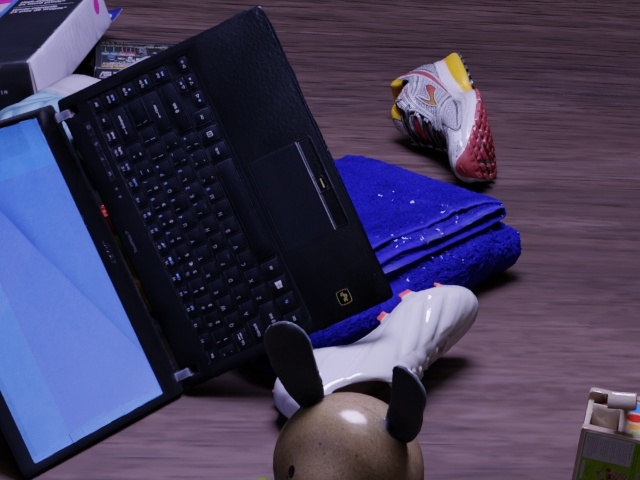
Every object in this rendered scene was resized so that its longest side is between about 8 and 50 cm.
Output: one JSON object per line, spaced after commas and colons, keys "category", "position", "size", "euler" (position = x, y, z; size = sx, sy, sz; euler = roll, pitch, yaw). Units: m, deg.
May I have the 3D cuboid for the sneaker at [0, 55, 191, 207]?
{"category": "sneaker", "position": [-0.198, -0.059, 1.234], "size": [0.150, 0.135, 0.366], "euler": [-35, 16, -22]}

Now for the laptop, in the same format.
{"category": "laptop", "position": [-0.118, -0.006, 1.018], "size": [0.264, 0.234, 0.136], "euler": [-24, 2, 7]}

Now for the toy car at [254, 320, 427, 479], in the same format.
{"category": "toy car", "position": [0.006, 0.143, 0.828], "size": [0.155, 0.188, 0.149], "euler": [18, 28, 25]}

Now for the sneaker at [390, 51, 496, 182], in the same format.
{"category": "sneaker", "position": [0.126, -0.117, 1.538], "size": [0.092, 0.088, 0.225], "euler": [-16, 27, 1]}

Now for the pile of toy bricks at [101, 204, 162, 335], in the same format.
{"category": "pile of toy bricks", "position": [-0.213, 0.035, 1.086], "size": [0.212, 0.105, 0.118], "euler": [-16, 32, -28]}

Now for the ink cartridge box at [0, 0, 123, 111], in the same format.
{"category": "ink cartridge box", "position": [-0.341, -0.214, 1.604], "size": [0.175, 0.069, 0.371], "euler": [-5, 22, 9]}

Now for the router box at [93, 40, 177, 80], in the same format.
{"category": "router box", "position": [-0.191, -0.188, 1.647], "size": [0.122, 0.038, 0.092], "euler": [1, 25, -9]}

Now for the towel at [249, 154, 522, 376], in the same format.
{"category": "towel", "position": [0.000, 0.000, 1.253], "size": [0.227, 0.076, 0.308], "euler": [27, 33, 36]}

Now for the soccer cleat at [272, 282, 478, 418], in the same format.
{"category": "soccer cleat", "position": [0.053, 0.092, 1.095], "size": [0.196, 0.068, 0.076], "euler": [-23, 42, -33]}

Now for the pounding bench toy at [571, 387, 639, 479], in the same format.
{"category": "pounding bench toy", "position": [0.208, 0.127, 1.023], "size": [0.052, 0.083, 0.065], "euler": [11, 27, 12]}
